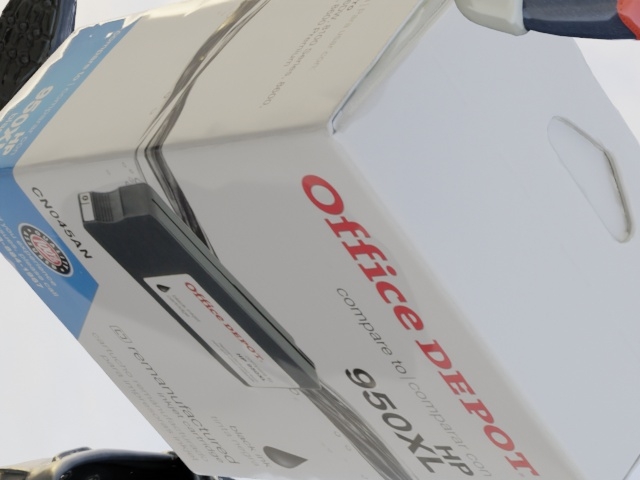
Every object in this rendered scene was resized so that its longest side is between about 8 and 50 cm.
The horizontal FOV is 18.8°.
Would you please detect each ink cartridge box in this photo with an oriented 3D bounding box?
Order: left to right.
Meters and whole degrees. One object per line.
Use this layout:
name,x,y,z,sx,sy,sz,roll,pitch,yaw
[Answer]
ink cartridge box,0.000,0.000,1.157,0.395,0.285,0.166,-5,-140,51

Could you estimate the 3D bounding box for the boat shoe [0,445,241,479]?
boat shoe,-0.152,0.300,1.937,0.156,0.500,0.187,-26,-116,32

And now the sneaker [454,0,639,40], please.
sneaker,0.145,-0.222,0.767,0.350,0.148,0.131,90,18,-49

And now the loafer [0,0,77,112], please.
loafer,-0.269,-0.142,1.786,0.076,0.078,0.223,27,-74,29
